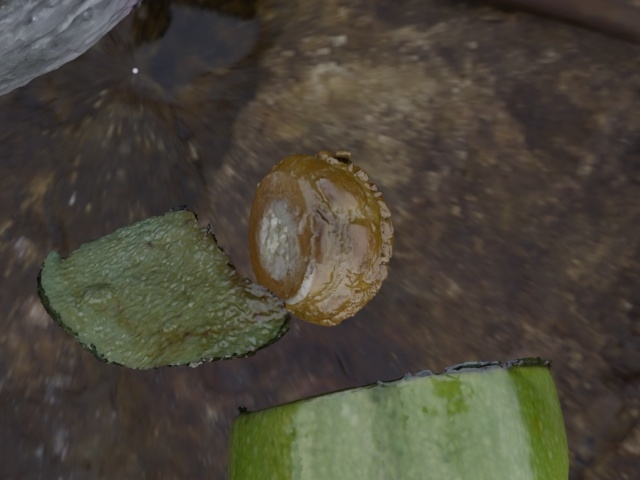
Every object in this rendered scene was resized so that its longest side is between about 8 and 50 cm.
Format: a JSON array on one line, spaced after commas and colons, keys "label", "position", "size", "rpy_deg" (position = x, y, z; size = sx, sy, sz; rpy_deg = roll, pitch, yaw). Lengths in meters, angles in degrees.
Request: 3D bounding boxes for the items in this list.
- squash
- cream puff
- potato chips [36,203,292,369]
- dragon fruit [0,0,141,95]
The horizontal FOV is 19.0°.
[{"label": "squash", "position": [0.049, 0.200, 0.966], "size": [0.189, 0.189, 0.260], "rpy_deg": [-9, 79, -5]}, {"label": "cream puff", "position": [0.004, -0.001, 1.573], "size": [0.103, 0.126, 0.144], "rpy_deg": [6, 68, -34]}, {"label": "potato chips", "position": [-0.110, 0.032, 1.295], "size": [0.209, 0.142, 0.026], "rpy_deg": [2, 140, 25]}, {"label": "dragon fruit", "position": [-0.253, -0.172, 1.099], "size": [0.221, 0.283, 0.204], "rpy_deg": [-35, 60, -15]}]
